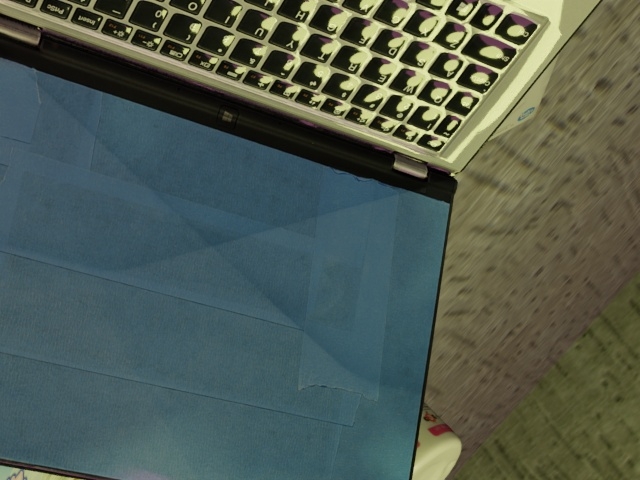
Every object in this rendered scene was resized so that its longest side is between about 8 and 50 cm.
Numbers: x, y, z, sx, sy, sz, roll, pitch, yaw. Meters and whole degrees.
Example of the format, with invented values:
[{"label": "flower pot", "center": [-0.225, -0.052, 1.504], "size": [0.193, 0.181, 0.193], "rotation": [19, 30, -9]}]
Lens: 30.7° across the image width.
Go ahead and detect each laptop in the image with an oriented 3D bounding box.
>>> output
[{"label": "laptop", "center": [-0.022, -0.057, 0.691], "size": [0.381, 0.236, 0.408], "rotation": [16, 131, -27]}]

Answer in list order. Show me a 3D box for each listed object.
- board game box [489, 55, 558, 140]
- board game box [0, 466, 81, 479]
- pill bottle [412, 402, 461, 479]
[{"label": "board game box", "center": [0.192, -0.232, 1.329], "size": [0.242, 0.064, 0.317], "rotation": [-28, 150, -32]}, {"label": "board game box", "center": [-0.186, 0.118, 0.894], "size": [0.319, 0.065, 0.318], "rotation": [63, 42, -68]}, {"label": "pill bottle", "center": [0.032, 0.217, 1.506], "size": [0.160, 0.283, 0.160], "rotation": [-35, 153, -21]}]
